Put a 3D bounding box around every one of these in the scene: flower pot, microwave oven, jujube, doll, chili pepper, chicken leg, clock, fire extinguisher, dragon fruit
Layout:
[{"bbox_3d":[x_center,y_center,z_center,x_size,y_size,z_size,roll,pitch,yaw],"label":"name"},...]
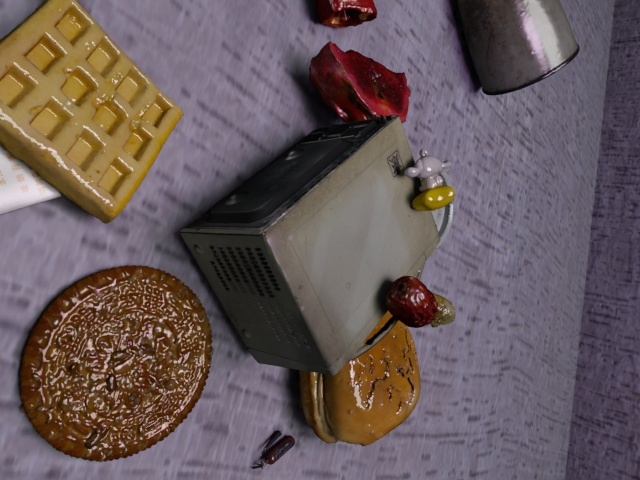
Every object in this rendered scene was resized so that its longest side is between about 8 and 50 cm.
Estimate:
[{"bbox_3d":[0.572,-0.651,1.488,0.293,0.294,0.330,-49,119,-34],"label":"flower pot"},{"bbox_3d":[0.000,0.000,0.924,0.394,0.247,0.332,-44,119,-37],"label":"microwave oven"},{"bbox_3d":[0.160,0.111,0.868,0.129,0.077,0.077,42,61,-51],"label":"jujube"},{"bbox_3d":[0.200,-0.112,0.914,0.135,0.072,0.113,16,70,-41],"label":"doll"},{"bbox_3d":[0.042,-0.629,1.036,0.135,0.131,0.338,-7,101,-21],"label":"chili pepper"},{"bbox_3d":[0.304,0.182,1.383,0.178,0.070,0.093,37,70,-32],"label":"chicken leg"},{"bbox_3d":[0.290,-0.093,1.365,0.237,0.053,0.236,-5,97,-47],"label":"clock"},{"bbox_3d":[-0.092,0.412,0.990,0.100,0.032,0.046,-21,117,-50],"label":"fire extinguisher"},{"bbox_3d":[0.084,-0.276,1.046,0.262,0.134,0.211,5,60,-46],"label":"dragon fruit"}]

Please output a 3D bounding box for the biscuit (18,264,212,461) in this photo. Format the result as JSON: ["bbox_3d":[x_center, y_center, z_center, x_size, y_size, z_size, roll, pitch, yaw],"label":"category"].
[{"bbox_3d":[-0.292,0.187,0.769,0.305,0.038,0.305,-1,92,-46],"label":"biscuit"}]

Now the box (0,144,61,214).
[{"bbox_3d":[-0.448,-0.076,0.602,0.220,0.032,0.122,-30,111,-42],"label":"box"}]

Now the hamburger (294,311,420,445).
[{"bbox_3d":[0.085,0.280,1.083,0.305,0.174,0.284,-6,84,-53],"label":"hamburger"}]

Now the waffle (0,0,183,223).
[{"bbox_3d":[-0.325,-0.180,0.688,0.248,0.055,0.221,48,47,-37],"label":"waffle"}]
